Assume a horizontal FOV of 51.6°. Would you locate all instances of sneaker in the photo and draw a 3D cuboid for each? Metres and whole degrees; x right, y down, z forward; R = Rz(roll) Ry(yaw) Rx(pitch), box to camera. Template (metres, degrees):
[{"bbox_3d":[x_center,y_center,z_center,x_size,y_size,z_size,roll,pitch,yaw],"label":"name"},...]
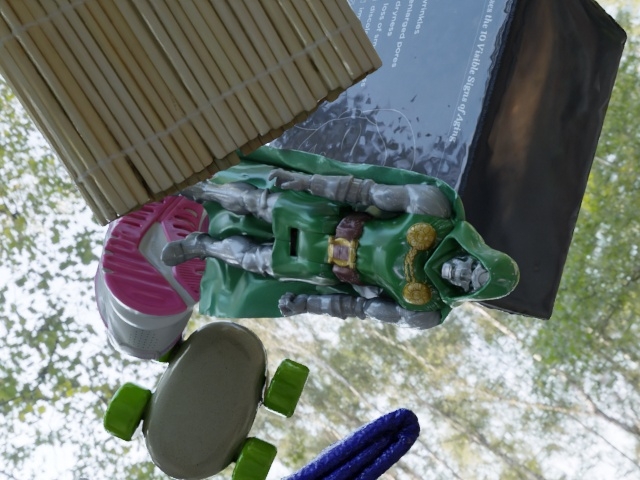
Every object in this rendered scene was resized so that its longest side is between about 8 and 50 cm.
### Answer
[{"bbox_3d":[-0.152,0.003,0.596,0.103,0.252,0.111,18,-54,-14],"label":"sneaker"}]

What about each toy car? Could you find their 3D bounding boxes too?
[{"bbox_3d":[-0.102,0.159,0.676,0.188,0.155,0.148,88,-155,-79],"label":"toy car"}]

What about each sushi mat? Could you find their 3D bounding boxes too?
[{"bbox_3d":[-0.116,-0.170,0.277,0.152,0.019,0.316,-31,-80,4],"label":"sushi mat"}]

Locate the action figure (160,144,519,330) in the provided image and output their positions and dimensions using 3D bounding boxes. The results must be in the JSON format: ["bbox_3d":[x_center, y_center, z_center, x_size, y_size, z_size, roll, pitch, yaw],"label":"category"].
[{"bbox_3d":[0.000,0.000,0.374,0.064,0.232,0.137,-15,-71,-50],"label":"action figure"}]

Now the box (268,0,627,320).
[{"bbox_3d":[0.169,-0.166,1.108,0.298,0.472,0.479,17,-92,-38],"label":"box"}]

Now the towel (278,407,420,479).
[{"bbox_3d":[0.010,0.330,0.938,0.228,0.076,0.308,-35,-13,-22],"label":"towel"}]

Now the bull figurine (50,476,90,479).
[{"bbox_3d":[-0.242,0.343,0.771,0.189,0.310,0.101,5,-99,-19],"label":"bull figurine"}]
